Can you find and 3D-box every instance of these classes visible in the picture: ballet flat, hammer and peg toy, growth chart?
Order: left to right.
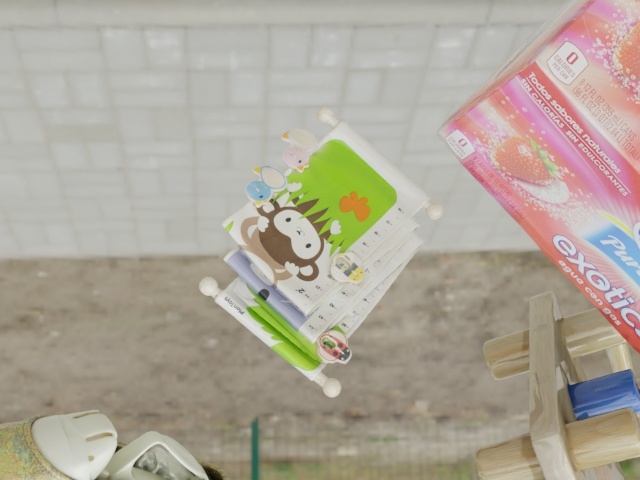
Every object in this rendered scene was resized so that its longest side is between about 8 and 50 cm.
[{"bbox_3d":[-0.234,0.247,1.362,0.123,0.123,0.348,-19,146,36],"label":"ballet flat"},{"bbox_3d":[0.000,0.000,1.092,0.172,0.237,0.021,34,151,1],"label":"growth chart"},{"bbox_3d":[0.227,0.175,1.071,0.127,0.266,0.361,-19,-162,16],"label":"hammer and peg toy"}]

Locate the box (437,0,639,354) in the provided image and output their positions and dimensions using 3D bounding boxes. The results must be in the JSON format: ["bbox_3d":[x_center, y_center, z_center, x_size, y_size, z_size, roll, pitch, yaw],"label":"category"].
[{"bbox_3d":[0.246,-0.027,0.795,0.300,0.154,0.142,47,156,-3],"label":"box"}]
